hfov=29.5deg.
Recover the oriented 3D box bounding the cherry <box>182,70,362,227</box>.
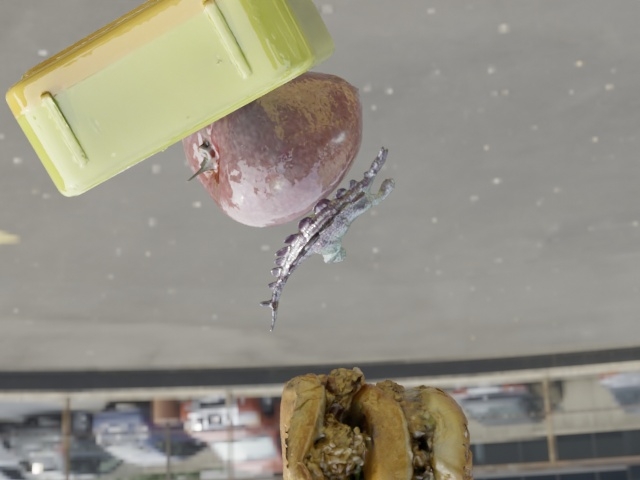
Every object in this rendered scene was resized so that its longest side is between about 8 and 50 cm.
[{"bbox_3d":[-0.070,-0.149,1.828,0.307,0.261,0.221,-29,140,-18],"label":"cherry"}]

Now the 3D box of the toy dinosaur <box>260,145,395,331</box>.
[{"bbox_3d":[-0.002,-0.001,1.108,0.209,0.039,0.082,-56,159,21],"label":"toy dinosaur"}]

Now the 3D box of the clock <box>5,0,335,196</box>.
[{"bbox_3d":[-0.100,-0.119,0.840,0.202,0.096,0.143,-27,-170,15],"label":"clock"}]

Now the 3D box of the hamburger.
[{"bbox_3d":[0.054,0.280,1.398,0.211,0.245,0.260,3,-175,-9],"label":"hamburger"}]
